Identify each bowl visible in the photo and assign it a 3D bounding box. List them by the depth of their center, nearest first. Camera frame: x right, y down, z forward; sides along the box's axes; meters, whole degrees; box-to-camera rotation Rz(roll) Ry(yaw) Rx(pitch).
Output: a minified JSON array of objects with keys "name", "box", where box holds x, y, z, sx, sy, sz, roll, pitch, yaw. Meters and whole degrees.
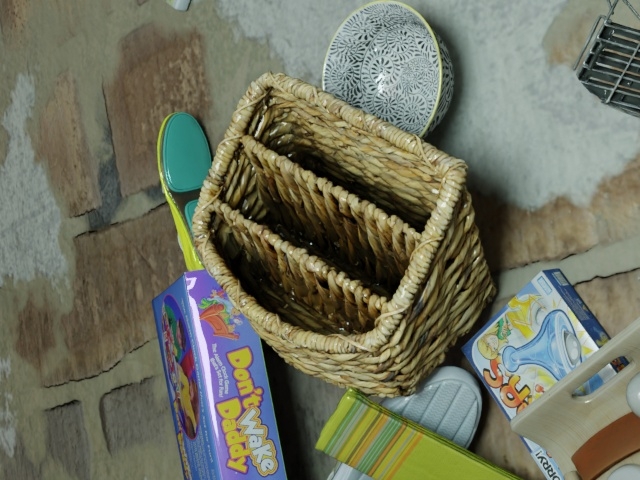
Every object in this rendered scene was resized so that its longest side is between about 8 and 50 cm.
[{"name":"bowl","box":[0.088,-0.171,1.211,0.170,0.080,0.170,3,94,44]}]

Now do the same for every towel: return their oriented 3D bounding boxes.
[{"name":"towel","box":[0.115,0.237,1.154,0.237,0.021,0.102,27,132,-1]}]

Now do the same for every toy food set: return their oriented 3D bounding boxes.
[{"name":"toy food set","box":[0.288,0.233,0.941,0.220,0.092,0.306,-48,43,35]}]

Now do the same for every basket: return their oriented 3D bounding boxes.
[{"name":"basket","box":[0.000,0.000,1.151,0.299,0.223,0.213,32,69,35]}]

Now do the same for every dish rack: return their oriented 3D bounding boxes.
[{"name":"dish rack","box":[0.333,-0.217,0.902,0.074,0.208,0.271,-93,21,-53]}]

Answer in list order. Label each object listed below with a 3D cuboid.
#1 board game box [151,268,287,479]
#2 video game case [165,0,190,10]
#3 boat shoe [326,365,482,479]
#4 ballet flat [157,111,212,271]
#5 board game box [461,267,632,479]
[{"name":"board game box","box":[-0.124,0.220,1.378,0.233,0.078,0.347,149,111,-69]},{"name":"video game case","box":[-0.208,-0.451,1.522,0.193,0.023,0.212,42,119,35]},{"name":"boat shoe","box":[0.069,0.241,1.244,0.302,0.109,0.094,-53,15,24]},{"name":"ballet flat","box":[-0.177,-0.054,1.487,0.077,0.077,0.231,-31,72,58]},{"name":"board game box","box":[0.243,0.148,1.112,0.136,0.035,0.201,-51,59,33]}]
